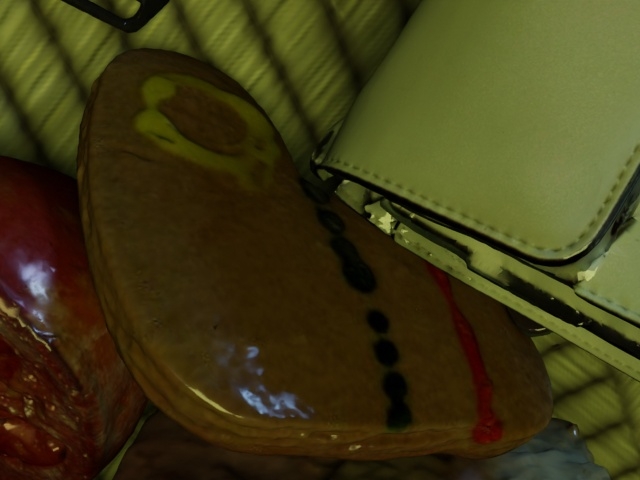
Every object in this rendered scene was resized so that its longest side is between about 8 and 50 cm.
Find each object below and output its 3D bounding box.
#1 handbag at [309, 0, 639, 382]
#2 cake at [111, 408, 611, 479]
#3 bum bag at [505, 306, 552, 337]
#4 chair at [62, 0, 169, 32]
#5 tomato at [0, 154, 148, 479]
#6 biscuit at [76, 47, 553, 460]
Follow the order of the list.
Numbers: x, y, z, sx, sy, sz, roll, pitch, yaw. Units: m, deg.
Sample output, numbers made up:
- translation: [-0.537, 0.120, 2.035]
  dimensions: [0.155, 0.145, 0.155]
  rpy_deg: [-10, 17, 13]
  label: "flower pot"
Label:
- translation: [0.185, -0.127, 0.441]
  dimensions: [0.237, 0.160, 0.358]
  rpy_deg: [29, 85, 24]
  label: "handbag"
- translation: [0.025, 0.264, 0.561]
  dimensions: [0.307, 0.293, 0.314]
  rpy_deg: [2, 104, -2]
  label: "cake"
- translation: [0.138, -0.026, 0.562]
  dimensions: [0.109, 0.026, 0.159]
  rpy_deg: [-20, 70, -5]
  label: "bum bag"
- translation: [-0.181, -0.202, 0.508]
  dimensions: [0.212, 0.101, 0.084]
  rpy_deg: [19, 111, -49]
  label: "chair"
- translation: [-0.181, 0.034, 0.536]
  dimensions: [0.200, 0.139, 0.233]
  rpy_deg: [25, 142, 12]
  label: "tomato"
- translation: [0.001, -0.001, 0.522]
  dimensions: [0.277, 0.262, 0.052]
  rpy_deg: [11, 137, -30]
  label: "biscuit"
